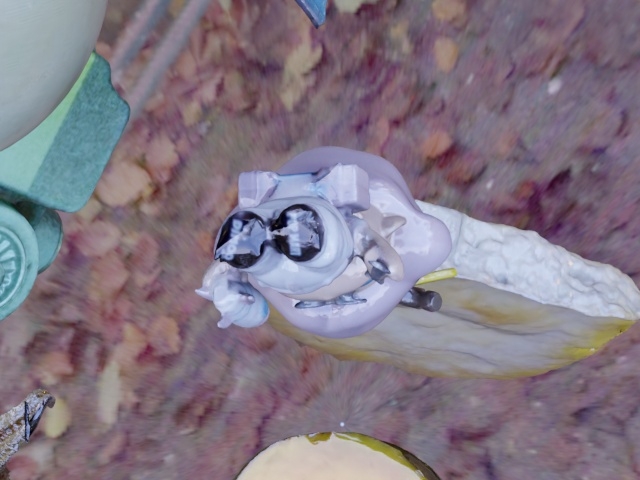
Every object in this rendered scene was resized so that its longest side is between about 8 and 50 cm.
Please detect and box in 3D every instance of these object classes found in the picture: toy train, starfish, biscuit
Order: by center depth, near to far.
[{"bbox_3d":[-0.278,-0.077,0.976,0.167,0.299,0.238,29,93,43],"label":"toy train"},{"bbox_3d":[0.119,0.059,1.652,0.429,0.446,0.104,11,70,-3],"label":"biscuit"},{"bbox_3d":[-0.415,0.246,1.767,0.113,0.303,0.312,-25,87,-35],"label":"starfish"}]

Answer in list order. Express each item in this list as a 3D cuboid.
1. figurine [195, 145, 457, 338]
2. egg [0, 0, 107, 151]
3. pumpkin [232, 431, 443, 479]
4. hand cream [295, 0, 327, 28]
[{"bbox_3d":[0.000,0.000,0.814,0.137,0.229,0.112,-13,85,14],"label":"figurine"},{"bbox_3d":[-0.191,-0.152,0.614,0.188,0.188,0.253,-23,103,-2],"label":"egg"},{"bbox_3d":[0.013,0.312,1.058,0.242,0.232,0.325,2,75,14],"label":"pumpkin"},{"bbox_3d":[0.001,-0.289,1.290,0.048,0.083,0.224,-15,43,35],"label":"hand cream"}]
